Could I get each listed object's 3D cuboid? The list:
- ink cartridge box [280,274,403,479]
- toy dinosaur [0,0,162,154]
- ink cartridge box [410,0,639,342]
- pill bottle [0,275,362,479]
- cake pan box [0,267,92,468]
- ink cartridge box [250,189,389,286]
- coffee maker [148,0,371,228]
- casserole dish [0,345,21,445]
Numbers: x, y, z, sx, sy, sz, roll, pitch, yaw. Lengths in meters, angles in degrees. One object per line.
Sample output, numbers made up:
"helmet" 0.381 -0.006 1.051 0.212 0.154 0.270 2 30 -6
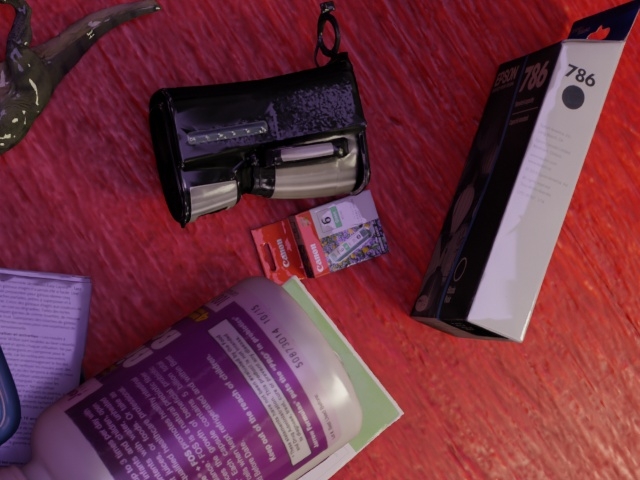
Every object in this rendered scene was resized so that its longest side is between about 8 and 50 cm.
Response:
"ink cartridge box" -0.068 0.168 1.527 0.235 0.056 0.171 -40 99 -14
"toy dinosaur" -0.272 -0.153 1.480 0.118 0.064 0.268 46 76 -16
"ink cartridge box" 0.185 -0.072 1.545 0.065 0.165 0.332 23 82 -12
"pill bottle" -0.129 0.173 1.392 0.301 0.169 0.169 -33 97 -16
"cake pan box" -0.330 0.139 1.451 0.267 0.070 0.245 5 89 -15
"ink cartridge box" 0.000 0.000 1.562 0.115 0.029 0.063 -19 94 -15
"coffee maker" -0.061 -0.109 1.517 0.178 0.120 0.171 -9 68 -16
"casserole dish" -0.319 0.104 1.402 0.114 0.037 0.188 -22 93 -15
